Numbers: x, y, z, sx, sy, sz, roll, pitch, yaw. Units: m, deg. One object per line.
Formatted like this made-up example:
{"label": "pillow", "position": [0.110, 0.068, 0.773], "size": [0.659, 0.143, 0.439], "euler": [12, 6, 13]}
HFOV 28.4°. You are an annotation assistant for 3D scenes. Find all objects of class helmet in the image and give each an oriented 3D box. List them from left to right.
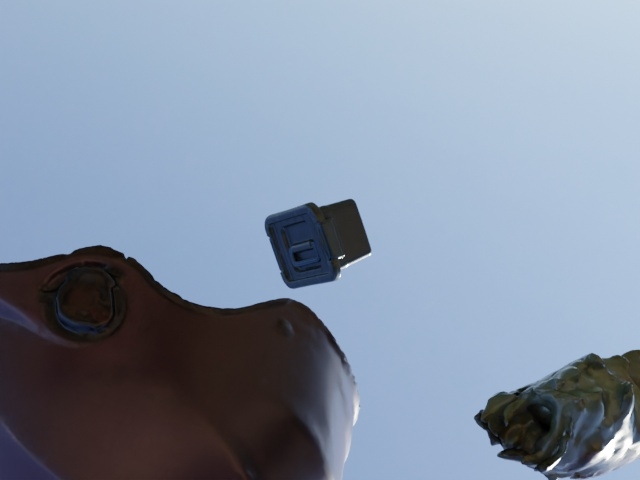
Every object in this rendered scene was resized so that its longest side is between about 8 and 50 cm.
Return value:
{"label": "helmet", "position": [-0.143, 0.156, 0.893], "size": [0.338, 0.271, 0.197], "euler": [11, -126, -9]}

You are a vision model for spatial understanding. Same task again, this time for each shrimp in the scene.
{"label": "shrimp", "position": [0.246, 0.073, 0.820], "size": [0.068, 0.287, 0.185], "euler": [60, -174, 27]}

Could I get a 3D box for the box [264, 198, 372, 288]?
{"label": "box", "position": [0.000, 0.000, 1.168], "size": [0.054, 0.074, 0.099], "euler": [-19, -177, -32]}
